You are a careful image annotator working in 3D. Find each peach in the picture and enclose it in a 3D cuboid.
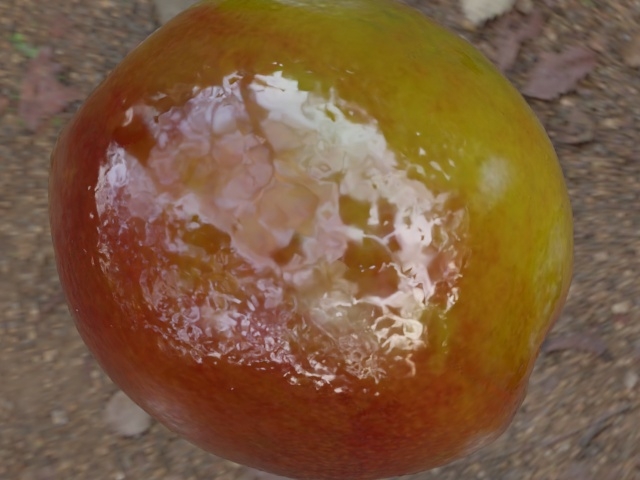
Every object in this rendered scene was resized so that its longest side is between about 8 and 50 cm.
[{"bbox_3d":[0.000,0.000,1.173,0.332,0.308,0.308,37,101,-7],"label":"peach"}]
